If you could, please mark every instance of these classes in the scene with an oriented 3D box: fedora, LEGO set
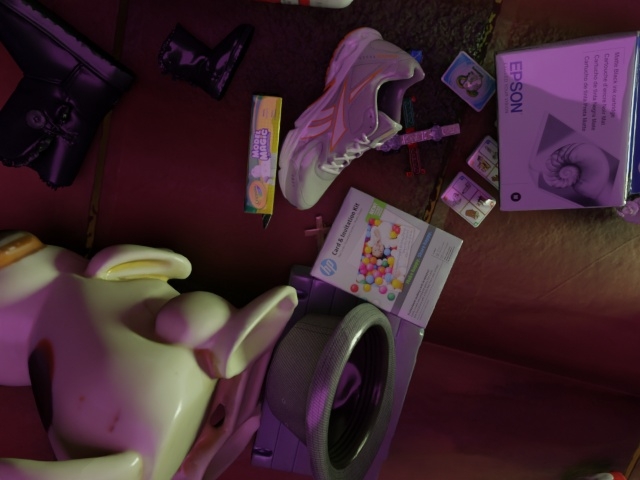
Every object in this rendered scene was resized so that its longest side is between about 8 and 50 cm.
[{"bbox_3d":[0.009,0.208,0.761,0.124,0.244,0.276,13,134,28],"label":"fedora"},{"bbox_3d":[0.187,-0.162,0.784,0.244,0.060,0.182,35,96,-16],"label":"LEGO set"}]

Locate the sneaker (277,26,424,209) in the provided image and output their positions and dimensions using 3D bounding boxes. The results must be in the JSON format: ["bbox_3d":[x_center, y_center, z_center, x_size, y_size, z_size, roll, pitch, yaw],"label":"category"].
[{"bbox_3d":[0.039,-0.146,0.725,0.121,0.099,0.263,37,108,28],"label":"sneaker"}]

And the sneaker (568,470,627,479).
[{"bbox_3d":[0.520,0.534,0.958,0.118,0.107,0.279,-15,109,-5],"label":"sneaker"}]

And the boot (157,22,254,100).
[{"bbox_3d":[-0.159,-0.263,0.742,0.099,0.045,0.121,30,105,-6],"label":"boot"}]

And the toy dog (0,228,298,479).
[{"bbox_3d":[-0.301,0.151,0.702,0.407,0.395,0.285,24,122,19],"label":"toy dog"}]

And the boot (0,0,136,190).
[{"bbox_3d":[-0.405,-0.210,0.727,0.246,0.094,0.207,36,99,-17],"label":"boot"}]

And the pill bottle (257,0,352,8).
[{"bbox_3d":[-0.151,-0.400,0.604,0.407,0.229,0.229,4,107,-2],"label":"pill bottle"}]

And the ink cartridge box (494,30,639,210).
[{"bbox_3d":[0.347,-0.149,0.707,0.223,0.045,0.224,-4,116,16],"label":"ink cartridge box"}]

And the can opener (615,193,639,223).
[{"bbox_3d":[0.413,-0.132,0.781,0.280,0.074,0.093,43,67,-13],"label":"can opener"}]

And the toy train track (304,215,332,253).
[{"bbox_3d":[0.000,0.000,0.838,0.048,0.014,0.083,-7,112,-6],"label":"toy train track"}]

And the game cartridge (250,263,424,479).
[{"bbox_3d":[0.028,0.228,0.884,0.230,0.068,0.355,11,106,-8],"label":"game cartridge"}]

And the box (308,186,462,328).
[{"bbox_3d":[0.097,0.026,0.799,0.186,0.038,0.145,26,83,-1],"label":"box"}]

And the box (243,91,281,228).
[{"bbox_3d":[-0.083,-0.113,0.754,0.043,0.105,0.179,2,107,-8],"label":"box"}]
